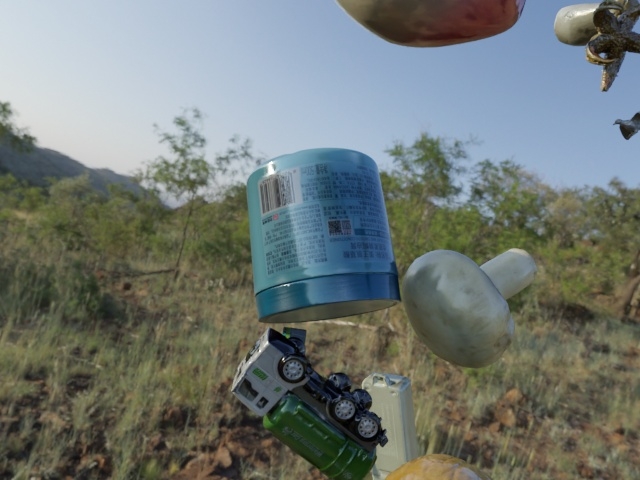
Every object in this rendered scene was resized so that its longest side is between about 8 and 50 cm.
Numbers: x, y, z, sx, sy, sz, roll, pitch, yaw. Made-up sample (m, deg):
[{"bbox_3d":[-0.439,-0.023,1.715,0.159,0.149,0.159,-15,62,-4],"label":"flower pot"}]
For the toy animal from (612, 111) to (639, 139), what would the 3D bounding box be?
[{"bbox_3d":[0.436,-0.159,0.733,0.050,0.028,0.084,-7,-10,-3],"label":"toy animal"}]

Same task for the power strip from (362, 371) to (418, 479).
[{"bbox_3d":[0.154,0.439,1.121,0.098,0.339,0.058,-1,9,32],"label":"power strip"}]

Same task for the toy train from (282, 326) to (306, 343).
[{"bbox_3d":[-0.073,0.297,1.145,0.044,0.210,0.042,15,-12,-33],"label":"toy train"}]

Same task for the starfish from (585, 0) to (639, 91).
[{"bbox_3d":[0.630,-0.404,1.083,0.146,0.190,0.074,9,18,12],"label":"starfish"}]

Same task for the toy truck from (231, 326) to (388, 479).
[{"bbox_3d":[-0.014,0.241,0.749,0.242,0.125,0.101,41,3,-6],"label":"toy truck"}]

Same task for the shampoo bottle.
[{"bbox_3d":[0.000,0.000,1.224,0.330,0.343,0.331,-7,-13,-2],"label":"shampoo bottle"}]

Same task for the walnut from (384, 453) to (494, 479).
[{"bbox_3d":[0.144,0.362,0.638,0.193,0.193,0.226,18,-16,30],"label":"walnut"}]

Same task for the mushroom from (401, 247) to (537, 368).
[{"bbox_3d":[0.379,0.136,1.309,0.336,0.315,0.314,-30,21,-18],"label":"mushroom"}]

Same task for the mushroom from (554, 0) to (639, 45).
[{"bbox_3d":[0.689,-0.546,1.308,0.116,0.093,0.225,37,3,-22],"label":"mushroom"}]

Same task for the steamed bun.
[{"bbox_3d":[0.162,-0.395,0.715,0.309,0.310,0.309,16,2,-1],"label":"steamed bun"}]
